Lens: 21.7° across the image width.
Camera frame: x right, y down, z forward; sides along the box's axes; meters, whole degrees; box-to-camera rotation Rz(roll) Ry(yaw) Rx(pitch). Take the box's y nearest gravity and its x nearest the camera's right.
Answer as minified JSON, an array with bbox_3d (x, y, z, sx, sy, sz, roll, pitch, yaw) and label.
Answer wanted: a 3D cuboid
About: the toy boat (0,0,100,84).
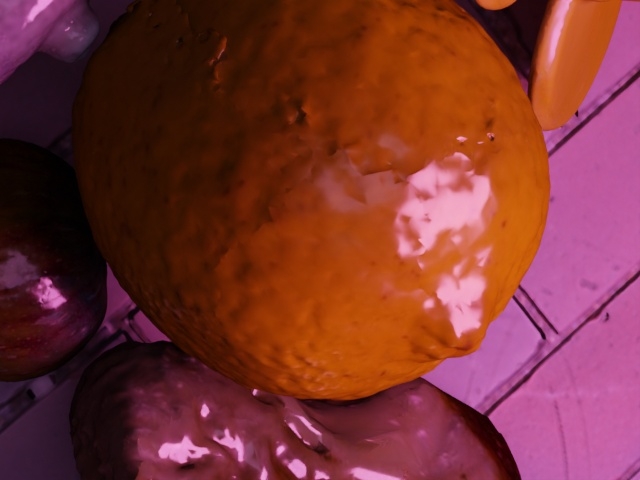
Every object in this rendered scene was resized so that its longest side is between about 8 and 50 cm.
[{"bbox_3d":[-0.196,-0.104,0.966,0.085,0.227,0.155,46,43,-6],"label":"toy boat"}]

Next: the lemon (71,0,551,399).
[{"bbox_3d":[-0.010,-0.045,0.955,0.253,0.253,0.310,-45,61,-8],"label":"lemon"}]

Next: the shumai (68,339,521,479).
[{"bbox_3d":[0.015,0.195,1.047,0.283,0.217,0.346,-20,95,-12],"label":"shumai"}]

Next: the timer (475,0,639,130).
[{"bbox_3d":[0.181,-0.276,1.001,0.376,0.376,0.387,26,86,-14],"label":"timer"}]

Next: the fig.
[{"bbox_3d":[-0.254,0.019,1.021,0.245,0.149,0.149,-6,95,-2],"label":"fig"}]
